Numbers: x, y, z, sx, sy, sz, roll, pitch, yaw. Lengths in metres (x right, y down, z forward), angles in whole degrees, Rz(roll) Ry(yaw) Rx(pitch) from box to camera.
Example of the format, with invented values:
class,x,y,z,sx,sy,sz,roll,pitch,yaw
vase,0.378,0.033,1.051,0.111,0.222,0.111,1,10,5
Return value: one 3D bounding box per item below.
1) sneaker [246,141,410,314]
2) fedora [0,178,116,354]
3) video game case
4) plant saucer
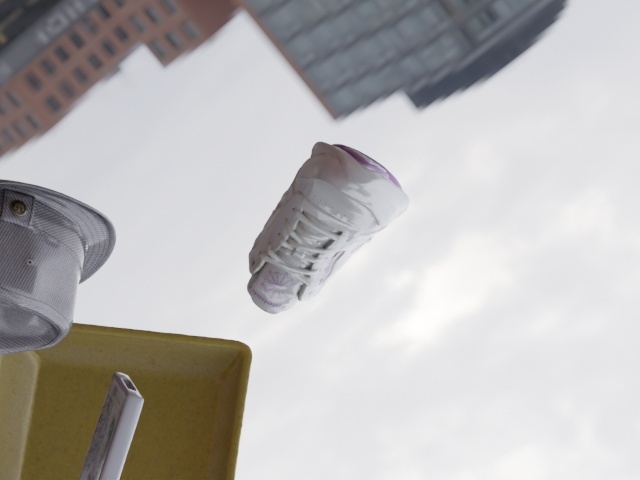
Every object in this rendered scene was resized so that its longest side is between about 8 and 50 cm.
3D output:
class,x,y,z,sx,sy,sz,roll,pitch,yaw
sneaker,0.000,0.000,1.740,0.152,0.114,0.305,-60,-178,-20
fedora,-0.359,0.045,1.886,0.244,0.275,0.124,-36,-133,34
video game case,-0.200,0.206,1.569,0.143,0.019,0.157,-161,-91,-77
plant saucer,-0.262,0.280,2.162,0.081,0.333,0.333,62,35,-74
